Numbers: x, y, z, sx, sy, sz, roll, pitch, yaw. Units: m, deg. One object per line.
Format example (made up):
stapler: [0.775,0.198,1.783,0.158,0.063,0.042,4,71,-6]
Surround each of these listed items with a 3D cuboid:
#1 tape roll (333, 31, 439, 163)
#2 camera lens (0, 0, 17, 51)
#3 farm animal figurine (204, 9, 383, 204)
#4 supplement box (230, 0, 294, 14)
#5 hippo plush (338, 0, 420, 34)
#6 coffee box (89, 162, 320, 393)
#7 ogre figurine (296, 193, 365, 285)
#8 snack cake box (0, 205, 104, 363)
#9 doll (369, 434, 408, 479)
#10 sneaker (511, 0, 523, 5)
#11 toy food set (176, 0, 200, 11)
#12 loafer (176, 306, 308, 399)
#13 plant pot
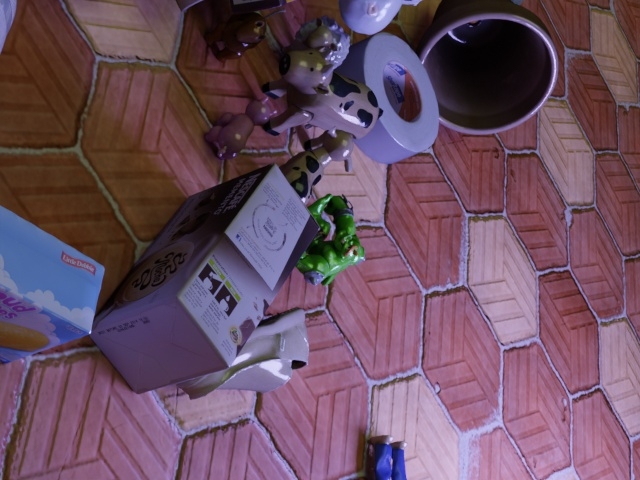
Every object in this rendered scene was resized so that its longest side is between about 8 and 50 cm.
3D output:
tape roll: [0.115,-0.246,2.131,0.219,0.072,0.219,25,56,-44]
camera lens: [-0.440,-0.220,1.264,0.219,0.219,0.274,39,47,-36]
farm animal figurine: [-0.018,-0.202,1.850,0.326,0.172,0.330,-2,76,-53]
supplement box: [-0.095,-0.437,1.810,0.104,0.080,0.188,-45,127,-65]
hippo plush: [0.065,-0.457,1.976,0.294,0.234,0.236,-44,97,-15]
coffee box: [-0.143,0.045,1.578,0.119,0.168,0.297,55,39,-20]
ogre figurine: [0.000,0.000,1.857,0.118,0.097,0.197,55,19,8]
snack cake box: [-0.379,0.027,1.290,0.264,0.152,0.089,35,49,-39]
doll: [0.109,0.395,1.852,0.129,0.046,0.189,29,52,-42]
sneaker: [0.366,-0.500,2.591,0.192,0.064,0.086,8,76,-51]
toy food set: [-0.103,-0.476,1.697,0.092,0.306,0.220,-71,138,-80]
loafer: [-0.089,0.163,1.651,0.268,0.102,0.092,-24,88,-55]
plant pot: [0.297,-0.365,2.313,0.263,0.263,0.229,46,24,-30]
